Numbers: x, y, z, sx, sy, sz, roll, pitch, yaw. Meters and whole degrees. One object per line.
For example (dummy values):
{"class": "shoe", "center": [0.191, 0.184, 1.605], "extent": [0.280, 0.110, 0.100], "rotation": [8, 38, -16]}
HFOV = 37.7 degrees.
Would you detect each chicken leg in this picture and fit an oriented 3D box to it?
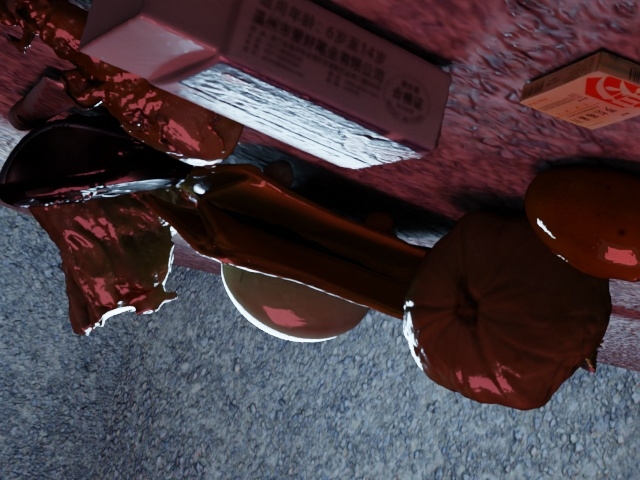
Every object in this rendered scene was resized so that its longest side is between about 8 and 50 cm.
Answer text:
{"class": "chicken leg", "center": [-0.148, -0.129, 0.705], "extent": [0.207, 0.085, 0.101], "rotation": [30, 177, -32]}

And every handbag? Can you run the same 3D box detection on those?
{"class": "handbag", "center": [0.000, 0.000, 1.196], "extent": [0.400, 0.133, 0.283], "rotation": [19, 177, -29]}

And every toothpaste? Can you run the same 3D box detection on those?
{"class": "toothpaste", "center": [-0.296, -0.149, 1.011], "extent": [0.056, 0.036, 0.205], "rotation": [16, 169, -29]}

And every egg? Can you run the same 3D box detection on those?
{"class": "egg", "center": [-0.035, 0.066, 1.500], "extent": [0.253, 0.187, 0.186], "rotation": [14, 173, -13]}

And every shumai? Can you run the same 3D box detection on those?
{"class": "shumai", "center": [-0.325, 0.001, 1.332], "extent": [0.267, 0.263, 0.314], "rotation": [9, 169, 34]}

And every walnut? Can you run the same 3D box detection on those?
{"class": "walnut", "center": [0.200, 0.074, 1.007], "extent": [0.227, 0.228, 0.228], "rotation": [15, 173, 2]}

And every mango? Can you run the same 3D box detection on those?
{"class": "mango", "center": [0.223, -0.014, 0.767], "extent": [0.105, 0.084, 0.159], "rotation": [26, 168, -31]}

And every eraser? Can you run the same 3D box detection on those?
{"class": "eraser", "center": [-0.035, -0.113, 0.605], "extent": [0.210, 0.068, 0.124], "rotation": [20, 172, -29]}

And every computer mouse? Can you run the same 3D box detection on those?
{"class": "computer mouse", "center": [-0.255, -0.093, 1.052], "extent": [0.233, 0.097, 0.137], "rotation": [-10, -177, 19]}

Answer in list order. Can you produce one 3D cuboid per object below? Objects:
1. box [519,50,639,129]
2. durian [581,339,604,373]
{"class": "box", "center": [0.168, -0.089, 0.570], "extent": [0.058, 0.015, 0.093], "rotation": [15, 173, -14]}
{"class": "durian", "center": [0.407, 0.135, 1.590], "extent": [0.108, 0.119, 0.186], "rotation": [-25, -158, -33]}
